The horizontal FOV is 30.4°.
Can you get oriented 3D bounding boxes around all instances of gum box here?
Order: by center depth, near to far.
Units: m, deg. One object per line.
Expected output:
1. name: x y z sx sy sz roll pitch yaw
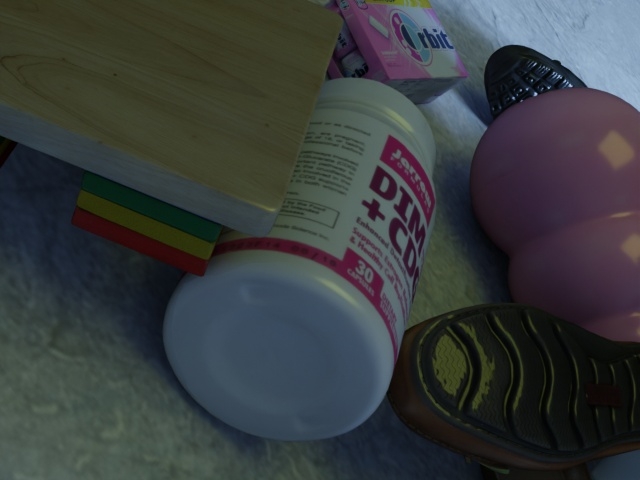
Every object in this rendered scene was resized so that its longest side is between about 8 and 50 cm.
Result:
1. gum box: 0.069 -0.201 1.239 0.188 0.062 0.107 -14 74 -56

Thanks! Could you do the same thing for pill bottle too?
1. pill bottle: 0.000 0.000 0.889 0.160 0.160 0.283 46 34 -18

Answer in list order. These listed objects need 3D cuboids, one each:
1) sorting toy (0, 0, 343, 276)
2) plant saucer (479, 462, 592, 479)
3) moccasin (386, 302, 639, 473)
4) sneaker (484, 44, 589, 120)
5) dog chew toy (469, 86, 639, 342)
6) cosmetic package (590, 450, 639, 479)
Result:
1. sorting toy: -0.136 -0.108 0.790 0.257 0.089 0.255 22 38 -5
2. plant saucer: 0.197 0.215 1.094 0.168 0.029 0.168 34 40 -34
3. moccasin: 0.168 0.126 0.997 0.380 0.147 0.139 4 73 -53
4. sneaker: 0.281 -0.178 1.483 0.286 0.109 0.130 31 34 -49
5. dog chew toy: 0.279 0.014 1.225 0.206 0.206 0.332 4 68 -52
6. cosmetic package: 0.560 0.187 1.159 0.329 0.394 0.327 48 34 22
